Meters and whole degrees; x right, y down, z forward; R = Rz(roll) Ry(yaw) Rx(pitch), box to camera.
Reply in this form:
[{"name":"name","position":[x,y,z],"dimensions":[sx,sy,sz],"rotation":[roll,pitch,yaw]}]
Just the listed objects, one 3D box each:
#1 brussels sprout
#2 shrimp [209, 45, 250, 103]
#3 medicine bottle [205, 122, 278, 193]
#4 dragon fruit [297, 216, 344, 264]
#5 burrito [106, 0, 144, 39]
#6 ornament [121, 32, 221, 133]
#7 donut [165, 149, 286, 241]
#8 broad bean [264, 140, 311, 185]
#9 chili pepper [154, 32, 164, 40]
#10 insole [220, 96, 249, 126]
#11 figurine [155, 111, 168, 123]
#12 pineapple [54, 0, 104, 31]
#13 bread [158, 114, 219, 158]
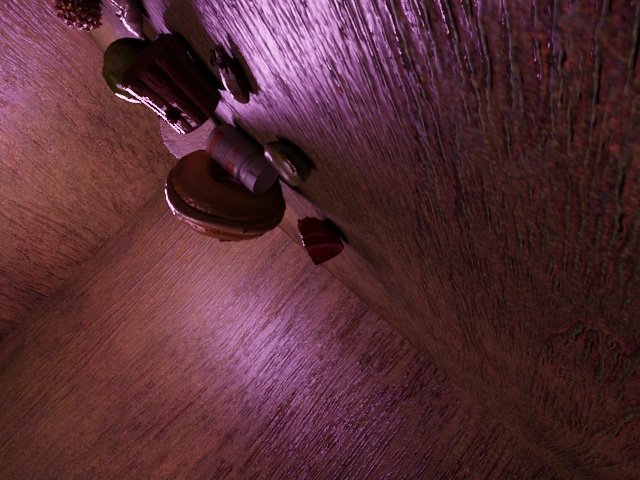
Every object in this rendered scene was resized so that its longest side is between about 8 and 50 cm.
[{"name":"brussels sprout","position":[-0.673,-0.619,1.853],"dimensions":[0.219,0.210,0.271],"rotation":[21,-159,-37]},{"name":"shrimp","position":[-0.220,-0.393,1.188],"dimensions":[0.126,0.047,0.223],"rotation":[53,177,13]},{"name":"medicine bottle","position":[-0.269,-0.282,1.771],"dimensions":[0.252,0.144,0.144],"rotation":[39,172,18]},{"name":"dragon fruit","position":[0.000,0.000,1.948],"dimensions":[0.189,0.163,0.262],"rotation":[8,162,9]},{"name":"burrito","position":[-0.540,-0.651,1.351],"dimensions":[0.117,0.076,0.392],"rotation":[45,174,-3]},{"name":"ornament","position":[-0.412,-0.430,1.447],"dimensions":[0.217,0.235,0.221],"rotation":[43,-141,-37]},{"name":"donut","position":[-0.341,-0.167,1.872],"dimensions":[0.449,0.449,0.198],"rotation":[42,131,22]},{"name":"broad bean","position":[-0.096,-0.211,1.393],"dimensions":[0.174,0.082,0.124],"rotation":[37,173,41]},{"name":"chili pepper","position":[-0.468,-0.584,1.552],"dimensions":[0.055,0.035,0.118],"rotation":[28,158,23]},{"name":"insole","position":[-0.295,-0.426,1.602],"dimensions":[0.197,0.004,0.065],"rotation":[45,174,-8]},{"name":"figurine","position":[-0.471,-0.477,1.756],"dimensions":[0.207,0.166,0.387],"rotation":[16,-168,-8]},{"name":"pineapple","position":[-0.886,-0.883,1.894],"dimensions":[0.176,0.161,0.137],"rotation":[48,136,-6]},{"name":"bread","position":[-0.514,-0.434,2.026],"dimensions":[0.267,0.267,0.040],"rotation":[45,-149,-12]}]
